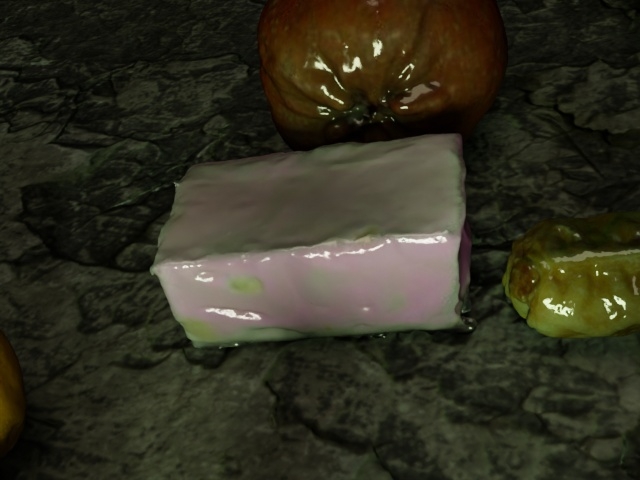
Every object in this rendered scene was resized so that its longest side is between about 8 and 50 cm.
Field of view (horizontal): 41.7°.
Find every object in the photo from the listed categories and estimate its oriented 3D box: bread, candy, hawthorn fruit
[{"bbox_3d":[0.275,0.021,0.641,0.269,0.098,0.087,-5,-2,10],"label":"bread"},{"bbox_3d":[0.000,0.000,0.731,0.264,0.116,0.156,-6,43,13],"label":"candy"},{"bbox_3d":[0.060,-0.197,0.848,0.258,0.258,0.262,-6,68,10],"label":"hawthorn fruit"}]

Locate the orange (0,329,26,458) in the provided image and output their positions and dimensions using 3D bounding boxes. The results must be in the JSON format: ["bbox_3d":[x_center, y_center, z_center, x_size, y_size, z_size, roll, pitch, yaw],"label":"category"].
[{"bbox_3d":[-0.301,0.130,0.651,0.136,0.159,0.159,36,50,-5],"label":"orange"}]
